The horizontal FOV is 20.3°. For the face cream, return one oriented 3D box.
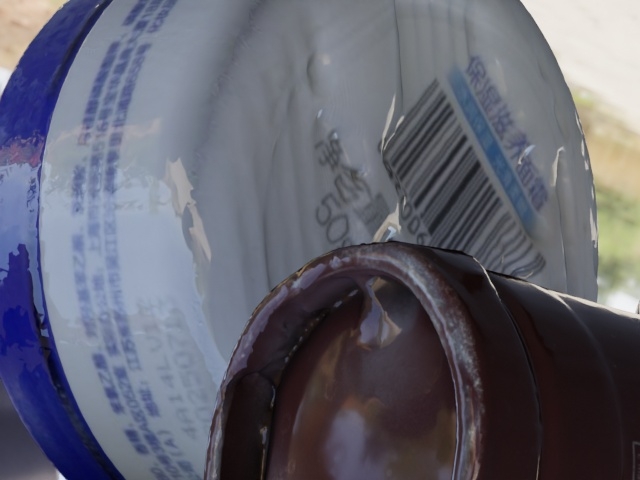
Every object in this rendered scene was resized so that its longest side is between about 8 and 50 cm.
[{"bbox_3d":[0.000,0.000,0.581,0.111,0.206,0.206,-1,167,43],"label":"face cream"}]

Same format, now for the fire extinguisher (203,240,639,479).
[{"bbox_3d":[0.101,0.075,0.456,0.269,0.105,0.105,15,-171,-37],"label":"fire extinguisher"}]

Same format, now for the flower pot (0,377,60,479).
[{"bbox_3d":[-0.293,0.120,1.014,0.265,0.265,0.243,26,-161,38],"label":"flower pot"}]

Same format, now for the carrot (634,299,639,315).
[{"bbox_3d":[0.150,0.086,0.770,0.059,0.059,0.248,24,141,17],"label":"carrot"}]
